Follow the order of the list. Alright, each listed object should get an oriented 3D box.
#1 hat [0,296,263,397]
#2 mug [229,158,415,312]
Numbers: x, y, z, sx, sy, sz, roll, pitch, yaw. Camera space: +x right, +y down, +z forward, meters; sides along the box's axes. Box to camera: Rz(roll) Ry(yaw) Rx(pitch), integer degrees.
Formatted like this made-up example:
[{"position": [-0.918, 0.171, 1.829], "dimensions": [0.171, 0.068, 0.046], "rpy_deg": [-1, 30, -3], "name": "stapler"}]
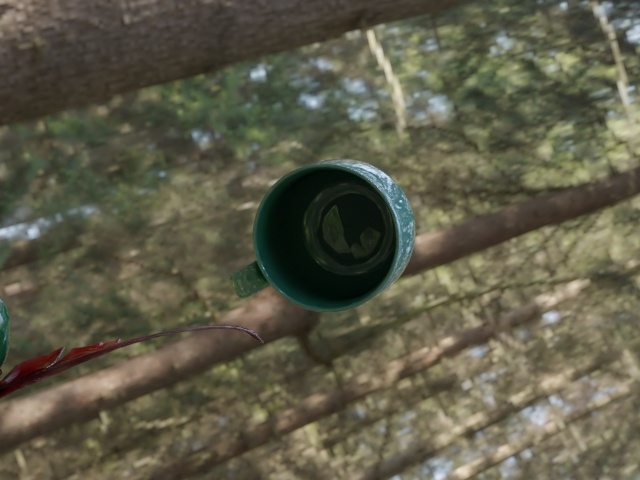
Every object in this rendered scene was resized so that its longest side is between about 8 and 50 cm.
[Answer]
[{"position": [-0.189, 0.065, 0.725], "dimensions": [0.184, 0.208, 0.173], "rpy_deg": [14, -30, 41], "name": "hat"}, {"position": [0.004, -0.008, 1.200], "dimensions": [0.158, 0.097, 0.129], "rpy_deg": [6, -81, 16], "name": "mug"}]
